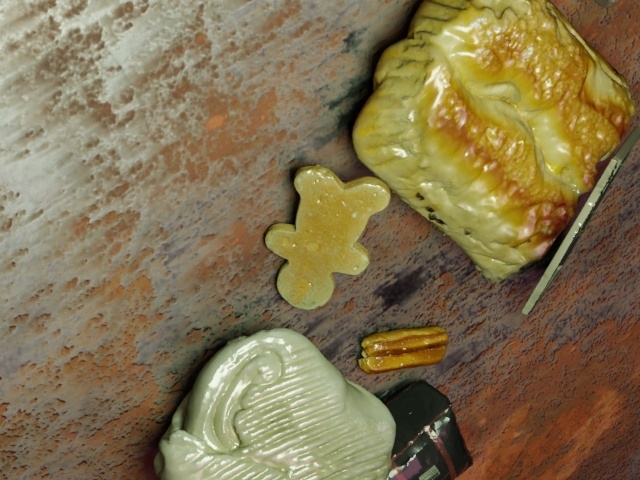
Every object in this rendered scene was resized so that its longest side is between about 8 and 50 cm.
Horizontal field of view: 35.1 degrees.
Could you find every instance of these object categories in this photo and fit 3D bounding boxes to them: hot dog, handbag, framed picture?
[{"bbox_3d":[0.137,0.173,1.626,0.165,0.045,0.071,-5,113,-29],"label":"hot dog"},{"bbox_3d":[0.228,-0.181,1.431,0.365,0.196,0.367,35,86,-39],"label":"hot dog"},{"bbox_3d":[0.136,0.356,1.642,0.215,0.155,0.169,-37,133,-13],"label":"handbag"},{"bbox_3d":[0.413,-0.033,1.594,0.213,0.016,0.289,-36,154,-58],"label":"framed picture"}]

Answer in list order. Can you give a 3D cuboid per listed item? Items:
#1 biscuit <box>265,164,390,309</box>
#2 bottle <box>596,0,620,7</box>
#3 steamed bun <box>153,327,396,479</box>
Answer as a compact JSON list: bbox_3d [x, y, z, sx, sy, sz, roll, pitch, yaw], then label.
[{"bbox_3d":[0.000,0.000,1.435,0.153,0.030,0.234,15,122,-3],"label":"biscuit"},{"bbox_3d":[0.477,-0.414,1.549,0.140,0.053,0.053,-40,126,-9],"label":"bottle"},{"bbox_3d":[-0.078,0.309,1.466,0.324,0.219,0.309,39,74,-13],"label":"steamed bun"}]
